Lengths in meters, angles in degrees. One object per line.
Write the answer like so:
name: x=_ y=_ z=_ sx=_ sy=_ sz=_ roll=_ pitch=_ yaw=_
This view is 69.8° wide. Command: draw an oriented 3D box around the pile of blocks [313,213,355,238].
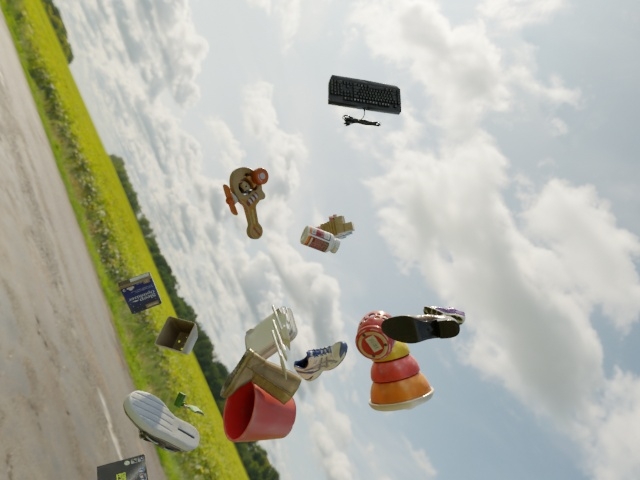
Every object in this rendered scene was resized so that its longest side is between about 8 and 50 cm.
pile of blocks: x=0.071 y=-0.066 z=2.340 sx=0.362 sy=0.149 sz=0.112 roll=-22 pitch=-105 yaw=56

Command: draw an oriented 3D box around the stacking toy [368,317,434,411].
stacking toy: x=0.382 y=0.633 z=2.444 sx=0.350 sy=0.351 sz=0.479 roll=143 pitch=-65 yaw=-71

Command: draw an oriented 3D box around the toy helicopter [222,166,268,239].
toy helicopter: x=-0.355 y=-0.173 z=2.199 sx=0.140 sy=0.235 sz=0.354 roll=-1 pitch=-77 yaw=43

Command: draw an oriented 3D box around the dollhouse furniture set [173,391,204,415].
dollhouse furniture set: x=-0.575 y=0.719 z=2.027 sx=0.076 sy=0.058 sz=0.152 roll=8 pitch=-24 yaw=41

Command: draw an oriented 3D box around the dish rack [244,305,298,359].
dish rack: x=-0.287 y=0.511 z=2.510 sx=0.072 sy=0.333 sz=0.285 roll=50 pitch=7 yaw=-28

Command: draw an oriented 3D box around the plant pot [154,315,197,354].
plant pot: x=-0.491 y=0.343 z=1.607 sx=0.109 sy=0.108 sz=0.096 roll=11 pitch=-30 yaw=15

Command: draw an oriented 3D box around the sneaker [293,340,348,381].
sneaker: x=-0.002 y=0.583 z=2.271 sx=0.131 sy=0.296 sz=0.111 roll=45 pitch=12 yaw=-25

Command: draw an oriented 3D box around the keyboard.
keyboard: x=0.179 y=-0.544 z=1.826 sx=0.033 sy=0.318 sz=0.201 roll=167 pitch=-76 yaw=-71

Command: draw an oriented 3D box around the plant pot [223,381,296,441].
plant pot: x=-0.258 y=0.760 z=2.032 sx=0.275 sy=0.243 sz=0.274 roll=-36 pitch=-138 yaw=41

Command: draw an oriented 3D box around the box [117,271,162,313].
box: x=-0.789 y=0.244 z=2.027 sx=0.036 sy=0.137 sz=0.225 roll=53 pitch=-25 yaw=38

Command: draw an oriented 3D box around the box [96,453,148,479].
box: x=-0.785 y=0.970 z=1.828 sx=0.190 sy=0.184 sz=0.045 roll=57 pitch=-39 yaw=45

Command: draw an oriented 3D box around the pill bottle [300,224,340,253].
pill bottle: x=0.000 y=0.000 z=1.882 sx=0.086 sy=0.152 sz=0.086 roll=-59 pitch=-163 yaw=32

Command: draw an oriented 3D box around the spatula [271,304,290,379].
spatula: x=-0.139 y=0.337 z=1.592 sx=0.242 sy=0.019 sz=0.168 roll=-123 pitch=-149 yaw=-58

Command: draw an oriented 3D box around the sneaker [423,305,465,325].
sneaker: x=0.507 y=0.301 z=1.880 sx=0.170 sy=0.071 sz=0.068 roll=13 pitch=-58 yaw=20

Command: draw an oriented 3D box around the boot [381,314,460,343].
boot: x=0.345 y=0.292 z=1.646 sx=0.280 sy=0.264 sz=0.096 roll=24 pitch=58 yaw=-85

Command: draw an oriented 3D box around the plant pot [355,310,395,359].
plant pot: x=0.252 y=0.440 z=2.098 sx=0.191 sy=0.191 sz=0.174 roll=70 pitch=23 yaw=-10

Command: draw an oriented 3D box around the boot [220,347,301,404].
boot: x=-0.247 y=0.613 z=1.926 sx=0.270 sy=0.236 sz=0.089 roll=37 pitch=-9 yaw=-13

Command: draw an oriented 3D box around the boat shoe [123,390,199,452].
boat shoe: x=-0.562 y=0.641 z=1.563 sx=0.335 sy=0.119 sz=0.121 roll=54 pitch=14 yaw=-30
